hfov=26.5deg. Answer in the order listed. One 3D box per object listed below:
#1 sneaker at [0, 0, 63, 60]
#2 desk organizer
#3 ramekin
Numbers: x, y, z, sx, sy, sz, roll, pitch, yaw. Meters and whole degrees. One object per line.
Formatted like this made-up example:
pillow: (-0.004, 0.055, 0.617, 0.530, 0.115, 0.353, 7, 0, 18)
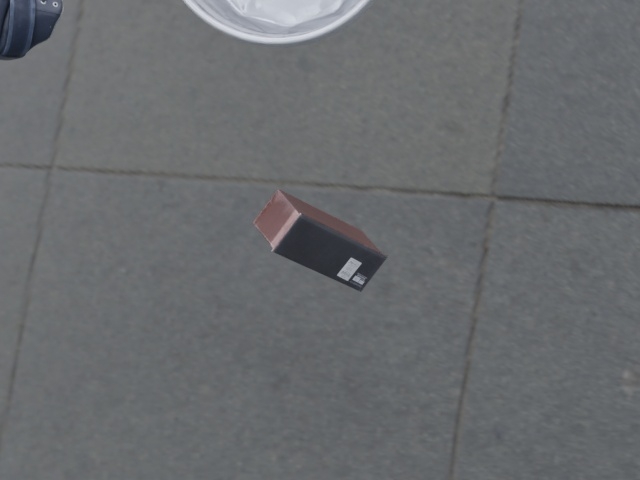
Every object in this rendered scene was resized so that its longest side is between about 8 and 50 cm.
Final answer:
sneaker: (-0.387, -0.322, 1.597, 0.086, 0.163, 0.226, 8, 99, 52)
desk organizer: (0.000, 0.000, 1.329, 0.047, 0.130, 0.050, -53, 44, 12)
ramekin: (-0.029, -0.266, 1.177, 0.207, 0.109, 0.207, 0, 92, 7)
